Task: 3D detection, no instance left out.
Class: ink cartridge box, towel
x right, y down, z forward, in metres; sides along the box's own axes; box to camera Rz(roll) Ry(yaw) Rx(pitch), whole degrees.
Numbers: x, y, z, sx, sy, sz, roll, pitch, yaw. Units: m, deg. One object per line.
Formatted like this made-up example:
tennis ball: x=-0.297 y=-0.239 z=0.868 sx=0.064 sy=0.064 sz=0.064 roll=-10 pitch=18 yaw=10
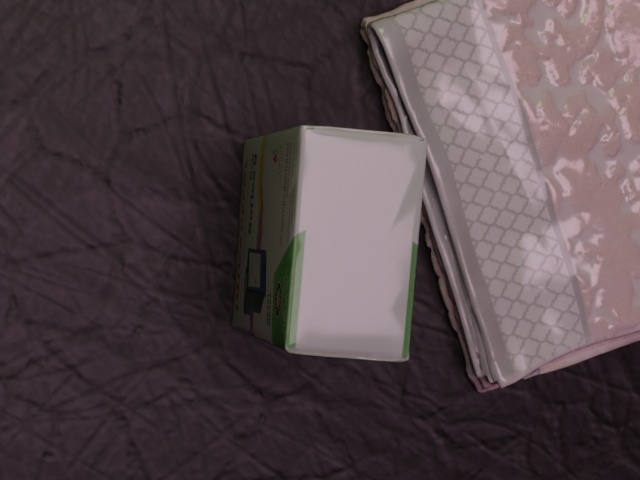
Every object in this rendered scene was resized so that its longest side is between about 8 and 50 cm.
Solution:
ink cartridge box: x=0.000 y=0.000 z=1.101 sx=0.093 sy=0.212 sz=0.154 roll=4 pitch=91 yaw=-12
towel: x=0.223 y=-0.076 z=1.242 sx=0.317 sy=0.053 sz=0.331 roll=-21 pitch=97 yaw=-14
